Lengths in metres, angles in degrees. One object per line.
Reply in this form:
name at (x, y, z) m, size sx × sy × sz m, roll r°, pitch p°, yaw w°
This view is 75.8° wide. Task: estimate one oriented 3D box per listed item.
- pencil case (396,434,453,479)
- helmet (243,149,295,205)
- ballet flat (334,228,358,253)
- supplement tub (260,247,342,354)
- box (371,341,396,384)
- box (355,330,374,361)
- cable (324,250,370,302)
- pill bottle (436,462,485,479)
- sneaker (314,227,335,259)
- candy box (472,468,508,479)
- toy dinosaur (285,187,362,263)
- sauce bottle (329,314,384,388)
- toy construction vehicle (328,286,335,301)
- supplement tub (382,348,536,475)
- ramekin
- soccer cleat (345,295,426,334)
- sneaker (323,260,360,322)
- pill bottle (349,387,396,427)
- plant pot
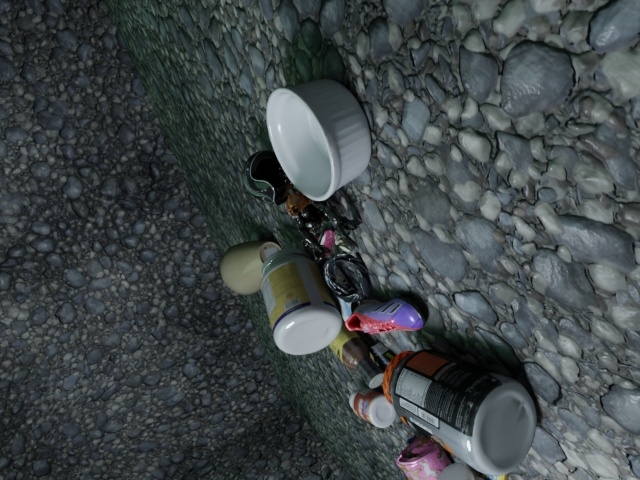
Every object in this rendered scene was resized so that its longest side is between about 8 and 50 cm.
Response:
pencil case at (0.417, 0.872, 1.409) m, size 0.386 × 0.160 × 0.167 m, roll 59°, pitch 156°, yaw 0°
helmet at (-0.175, -0.210, 1.361) m, size 0.161 × 0.169 × 0.169 m, roll 34°, pitch 150°, yaw 16°
ballet flat at (0.068, 0.004, 1.264) m, size 0.114 × 0.041 × 0.041 m, roll 42°, pitch 151°, yaw 37°
supplement tub at (-0.081, 0.210, 1.477) m, size 0.331 × 0.240 × 0.241 m, roll -114°, pitch 13°, yaw -45°
box at (0.259, 0.466, 1.403) m, size 0.190 × 0.045 × 0.184 m, roll 33°, pitch 142°, yaw 49°
box at (0.141, 0.401, 1.598) m, size 0.164 × 0.021 × 0.201 m, roll 58°, pitch 157°, yaw 8°
cable at (0.081, 0.113, 1.299) m, size 0.150 × 0.047 × 0.185 m, roll -1°, pitch 120°, yaw 41°
pill bottle at (0.460, 0.789, 1.183) m, size 0.272 × 0.152 × 0.152 m, roll 51°, pitch 157°, yaw -2°
sneaker at (0.000, 0.000, 1.367) m, size 0.075 × 0.063 × 0.170 m, roll 46°, pitch 159°, yaw 16°
candy box at (0.478, 0.624, 1.160) m, size 0.105 × 0.027 × 0.206 m, roll 28°, pitch 142°, yaw 46°
toy dinosaur at (-0.030, -0.066, 1.149) m, size 0.218 × 0.322 × 0.164 m, roll 49°, pitch 120°, yaw 9°
sauce bottle at (0.100, 0.378, 1.475) m, size 0.344 × 0.111 × 0.111 m, roll 43°, pitch 152°, yaw 46°
toy construction vehicle at (0.020, 0.213, 1.611) m, size 0.098 × 0.035 × 0.086 m, roll 46°, pitch 153°, yaw 31°
supplement tub at (0.313, 0.388, 0.996) m, size 0.338 × 0.207 × 0.207 m, roll 1°, pitch 118°, yaw 65°
ramekin at (-0.002, -0.248, 0.994) m, size 0.277 × 0.135 × 0.277 m, roll 45°, pitch 152°, yaw 32°
soccer cleat at (0.182, 0.231, 1.193) m, size 0.109 × 0.116 × 0.318 m, roll 62°, pitch 157°, yaw -4°
sneaker at (0.085, 0.170, 1.392) m, size 0.086 × 0.085 × 0.237 m, roll -28°, pitch 85°, yaw 36°
pill bottle at (0.202, 0.663, 1.651) m, size 0.121 × 0.121 × 0.216 m, roll 61°, pitch 157°, yaw -2°
plant pot at (-0.291, 0.101, 1.902) m, size 0.274 × 0.256 × 0.257 m, roll -27°, pitch 93°, yaw 50°
